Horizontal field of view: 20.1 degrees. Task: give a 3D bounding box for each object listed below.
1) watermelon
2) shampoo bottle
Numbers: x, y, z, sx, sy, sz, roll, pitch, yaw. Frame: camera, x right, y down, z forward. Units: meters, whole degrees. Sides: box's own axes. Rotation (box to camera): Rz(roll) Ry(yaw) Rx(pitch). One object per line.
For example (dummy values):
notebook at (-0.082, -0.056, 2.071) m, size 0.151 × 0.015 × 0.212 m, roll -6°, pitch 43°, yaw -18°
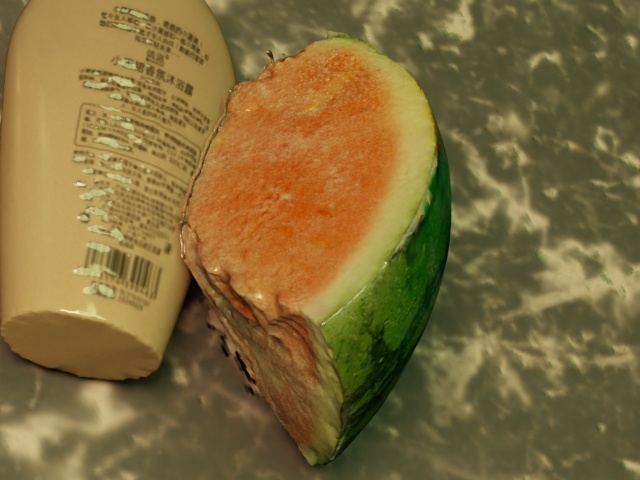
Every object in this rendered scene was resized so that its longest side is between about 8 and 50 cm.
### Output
watermelon at (0.020, 0.010, 0.910) m, size 0.231 × 0.128 × 0.146 m, roll -71°, pitch 147°, yaw -44°
shampoo bottle at (-0.104, -0.058, 0.919) m, size 0.127 × 0.078 × 0.257 m, roll 19°, pitch 57°, yaw -20°
